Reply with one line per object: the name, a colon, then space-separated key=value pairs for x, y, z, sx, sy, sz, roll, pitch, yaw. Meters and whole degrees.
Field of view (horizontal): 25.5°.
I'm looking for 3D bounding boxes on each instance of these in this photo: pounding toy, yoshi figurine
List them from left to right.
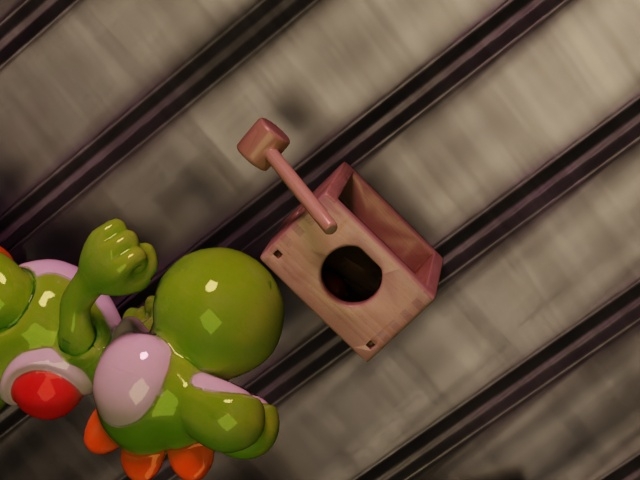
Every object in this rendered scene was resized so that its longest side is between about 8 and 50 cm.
yoshi figurine: x=-0.175 y=0.055 z=1.200 sx=0.362 sy=0.203 sz=0.203 roll=22 pitch=118 yaw=22
pounding toy: x=-0.005 y=-0.002 z=1.187 sx=0.206 sy=0.181 sz=0.094 roll=44 pitch=106 yaw=-5
